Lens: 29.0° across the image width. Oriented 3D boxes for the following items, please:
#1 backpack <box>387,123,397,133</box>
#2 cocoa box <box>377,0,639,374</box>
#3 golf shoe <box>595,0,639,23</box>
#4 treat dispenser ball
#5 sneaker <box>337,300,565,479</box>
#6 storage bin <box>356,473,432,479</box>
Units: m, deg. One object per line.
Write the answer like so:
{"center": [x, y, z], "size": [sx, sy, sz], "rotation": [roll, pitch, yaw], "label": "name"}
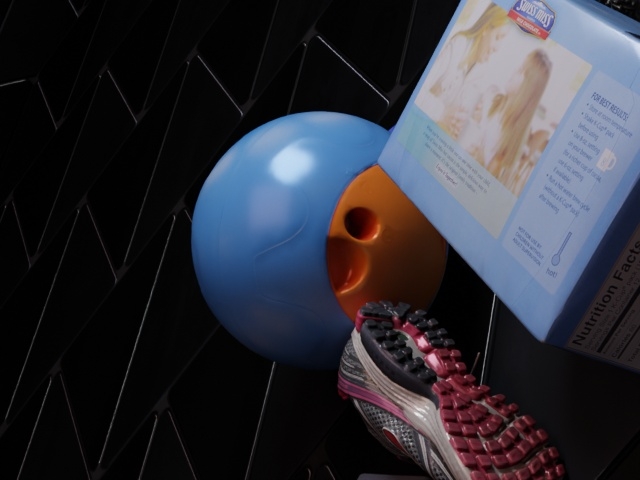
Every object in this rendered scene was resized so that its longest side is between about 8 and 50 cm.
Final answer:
{"center": [0.133, -0.109, 1.479], "size": [0.120, 0.098, 0.101], "rotation": [-34, 42, 33], "label": "backpack"}
{"center": [0.243, -0.062, 1.044], "size": [0.231, 0.228, 0.347], "rotation": [-63, 29, 16], "label": "cocoa box"}
{"center": [0.359, -0.272, 1.345], "size": [0.198, 0.077, 0.094], "rotation": [10, 60, 50], "label": "golf shoe"}
{"center": [0.000, 0.000, 1.383], "size": [0.288, 0.288, 0.288], "rotation": [-35, 38, 33], "label": "treat dispenser ball"}
{"center": [0.124, 0.189, 1.197], "size": [0.299, 0.121, 0.112], "rotation": [52, 130, 39], "label": "sneaker"}
{"center": [0.067, 0.282, 1.237], "size": [0.135, 0.098, 0.091], "rotation": [-12, 43, 50], "label": "storage bin"}
